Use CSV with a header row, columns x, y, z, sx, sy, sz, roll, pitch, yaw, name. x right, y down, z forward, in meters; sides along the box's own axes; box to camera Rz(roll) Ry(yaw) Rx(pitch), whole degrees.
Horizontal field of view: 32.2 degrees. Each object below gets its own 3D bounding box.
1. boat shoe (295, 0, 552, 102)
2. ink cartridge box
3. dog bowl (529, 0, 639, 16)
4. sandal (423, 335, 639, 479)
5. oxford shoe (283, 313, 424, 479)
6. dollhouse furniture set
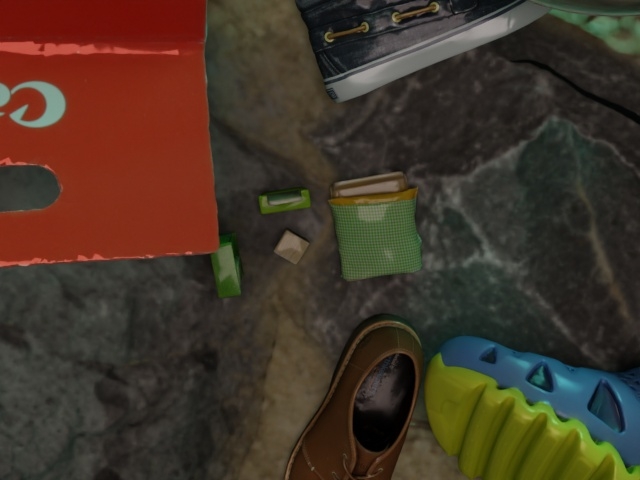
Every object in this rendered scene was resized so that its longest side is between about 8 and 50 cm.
x,y,z,sx,sy,sz,roll,pitch,yaw,name
0.076,-0.165,0.749,0.183,0.065,0.083,-23,101,2,boat shoe
-0.210,-0.178,0.603,0.308,0.091,0.384,-3,84,-15,ink cartridge box
0.201,-0.301,0.635,0.349,0.102,0.348,4,97,34,dog bowl
0.225,0.144,0.795,0.317,0.126,0.138,25,55,-1,sandal
0.020,0.160,0.798,0.076,0.076,0.212,15,100,-7,oxford shoe
0.000,0.000,0.776,0.152,0.058,0.076,-9,100,-2,dollhouse furniture set
